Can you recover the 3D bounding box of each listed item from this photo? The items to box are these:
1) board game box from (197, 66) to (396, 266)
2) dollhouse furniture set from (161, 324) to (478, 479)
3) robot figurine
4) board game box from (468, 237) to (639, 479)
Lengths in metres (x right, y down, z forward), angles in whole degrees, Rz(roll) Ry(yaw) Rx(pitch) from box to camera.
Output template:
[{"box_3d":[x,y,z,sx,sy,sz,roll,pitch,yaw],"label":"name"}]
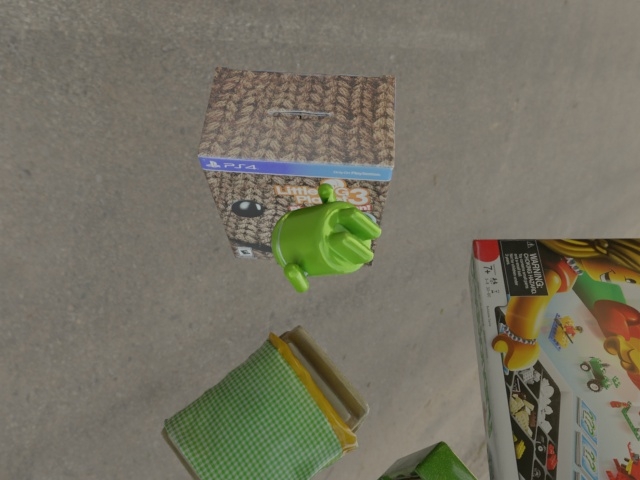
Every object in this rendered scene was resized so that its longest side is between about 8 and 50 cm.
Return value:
[{"box_3d":[-0.023,-0.089,0.766,0.291,0.232,0.141,88,6,-64],"label":"board game box"},{"box_3d":[-0.003,0.235,0.541,0.197,0.301,0.151,-37,166,-24],"label":"dollhouse furniture set"},{"box_3d":[0.000,0.000,0.495,0.067,0.115,0.101,34,65,-33],"label":"robot figurine"},{"box_3d":[0.198,0.124,0.309,0.053,0.193,0.305,79,13,-47],"label":"board game box"}]
